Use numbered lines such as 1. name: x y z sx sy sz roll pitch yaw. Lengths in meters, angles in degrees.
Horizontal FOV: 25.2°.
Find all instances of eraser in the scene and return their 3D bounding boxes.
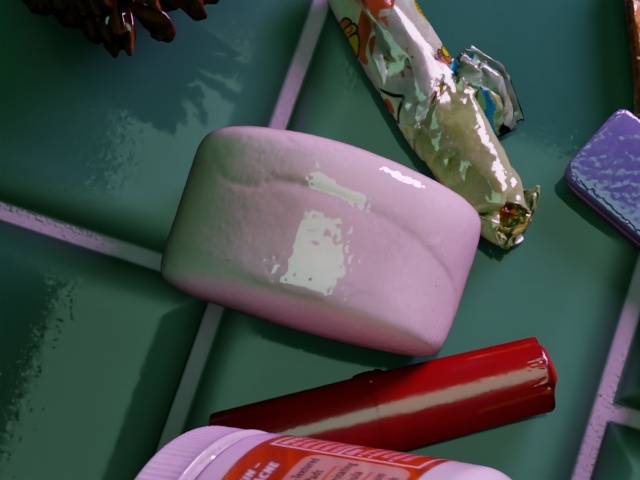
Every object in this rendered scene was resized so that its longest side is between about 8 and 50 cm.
1. eraser: 0.310 -0.011 1.193 0.225 0.036 0.082 40 84 8

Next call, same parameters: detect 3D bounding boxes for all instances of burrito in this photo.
1. burrito: 0.108 -0.127 1.215 0.104 0.054 0.288 -29 79 -5

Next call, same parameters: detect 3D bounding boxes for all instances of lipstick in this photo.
1. lipstick: 0.051 0.140 1.158 0.279 0.073 0.073 -14 80 0

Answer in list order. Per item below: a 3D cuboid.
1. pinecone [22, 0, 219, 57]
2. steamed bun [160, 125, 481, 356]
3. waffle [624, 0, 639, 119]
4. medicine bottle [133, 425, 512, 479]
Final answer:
1. pinecone: -0.143 -0.296 1.163 0.246 0.246 0.292 41 69 8
2. steamed bun: 0.000 0.000 1.137 0.241 0.164 0.146 16 79 6
3. waffle: 0.312 -0.174 1.219 0.102 0.042 0.148 -4 80 2
4. medicine bottle: 0.005 0.267 0.990 0.240 0.252 0.253 4 79 31
